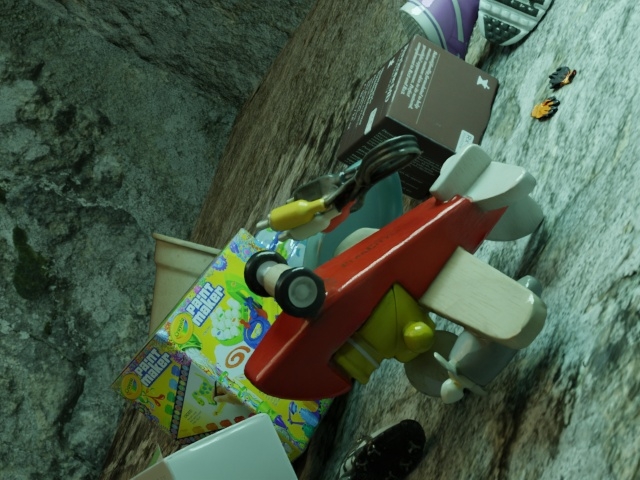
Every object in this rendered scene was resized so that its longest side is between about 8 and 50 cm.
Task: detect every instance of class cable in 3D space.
[{"bbox_3d":[0.048,-0.059,1.484,0.287,0.139,0.072,-21,73,47],"label":"cable"}]

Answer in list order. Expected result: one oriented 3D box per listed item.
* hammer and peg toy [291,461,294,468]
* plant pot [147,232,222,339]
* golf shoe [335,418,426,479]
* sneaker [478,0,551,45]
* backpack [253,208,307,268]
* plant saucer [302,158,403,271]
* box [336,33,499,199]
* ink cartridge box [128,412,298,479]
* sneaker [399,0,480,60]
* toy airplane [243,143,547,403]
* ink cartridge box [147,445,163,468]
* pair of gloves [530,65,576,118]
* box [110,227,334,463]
[{"bbox_3d":[-0.157,0.446,1.933,0.266,0.127,0.361,-64,14,-3],"label":"hammer and peg toy"},{"bbox_3d":[-0.234,0.171,2.423,0.334,0.334,0.305,-174,99,-75],"label":"plant pot"},{"bbox_3d":[0.072,0.282,1.508,0.198,0.077,0.094,-52,17,35],"label":"golf shoe"},{"bbox_3d":[0.349,-0.447,1.819,0.292,0.110,0.118,-64,-13,24],"label":"sneaker"},{"bbox_3d":[-0.076,0.110,2.069,0.355,0.273,0.290,-30,14,45],"label":"backpack"},{"bbox_3d":[0.046,0.021,1.750,0.317,0.044,0.317,-40,-43,-53],"label":"plant saucer"},{"bbox_3d":[0.158,-0.198,1.879,0.203,0.167,0.168,-37,30,62],"label":"box"},{"bbox_3d":[-0.148,0.428,1.574,0.160,0.279,0.385,-22,-10,-29],"label":"ink cartridge box"},{"bbox_3d":[0.234,-0.348,1.929,0.161,0.102,0.282,-43,-24,-8],"label":"sneaker"},{"bbox_3d":[0.127,0.063,1.416,0.384,0.272,0.386,-17,20,28],"label":"toy airplane"},{"bbox_3d":[-0.291,0.473,2.007,0.171,0.056,0.235,-65,11,-1],"label":"ink cartridge box"},{"bbox_3d":[0.328,-0.209,1.608,0.083,0.010,0.074,-63,13,-1],"label":"pair of gloves"},{"bbox_3d":[-0.119,0.187,1.793,0.177,0.279,0.290,-46,5,41],"label":"box"}]
